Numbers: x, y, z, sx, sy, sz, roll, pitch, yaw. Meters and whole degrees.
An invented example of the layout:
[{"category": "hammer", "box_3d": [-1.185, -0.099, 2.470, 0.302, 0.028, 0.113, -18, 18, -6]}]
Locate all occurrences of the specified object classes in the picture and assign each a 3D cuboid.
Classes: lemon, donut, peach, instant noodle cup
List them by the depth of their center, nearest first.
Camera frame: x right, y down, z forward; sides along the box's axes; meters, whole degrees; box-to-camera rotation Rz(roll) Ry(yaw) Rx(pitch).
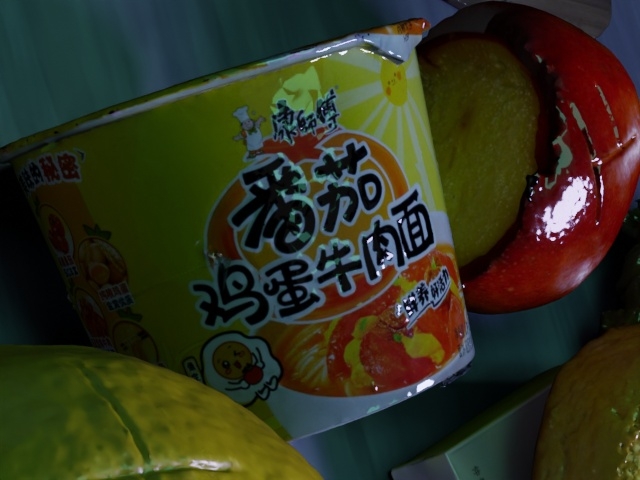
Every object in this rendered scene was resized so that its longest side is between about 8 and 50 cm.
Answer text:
[{"category": "lemon", "box_3d": [-0.125, 0.188, 0.827, 0.297, 0.297, 0.297, 17, 62, -35]}, {"category": "instant noodle cup", "box_3d": [-0.038, 0.005, 1.016, 0.264, 0.264, 0.200, -20, 95, -43]}, {"category": "donut", "box_3d": [0.244, 0.178, 1.171, 0.253, 0.118, 0.254, 1, 87, -30]}, {"category": "peach", "box_3d": [0.121, -0.054, 1.204, 0.190, 0.196, 0.226, 30, 44, 14]}]

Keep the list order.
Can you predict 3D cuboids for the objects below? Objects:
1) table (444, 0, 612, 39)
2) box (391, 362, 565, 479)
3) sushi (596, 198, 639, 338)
[{"category": "table", "box_3d": [0.196, -0.356, 1.349, 0.317, 0.249, 0.317, 17, 62, -35]}, {"category": "box", "box_3d": [0.175, 0.233, 1.211, 0.175, 0.062, 0.260, -26, 89, -43]}, {"category": "sushi", "box_3d": [0.284, 0.059, 1.321, 0.115, 0.147, 0.212, 41, 58, -26]}]
